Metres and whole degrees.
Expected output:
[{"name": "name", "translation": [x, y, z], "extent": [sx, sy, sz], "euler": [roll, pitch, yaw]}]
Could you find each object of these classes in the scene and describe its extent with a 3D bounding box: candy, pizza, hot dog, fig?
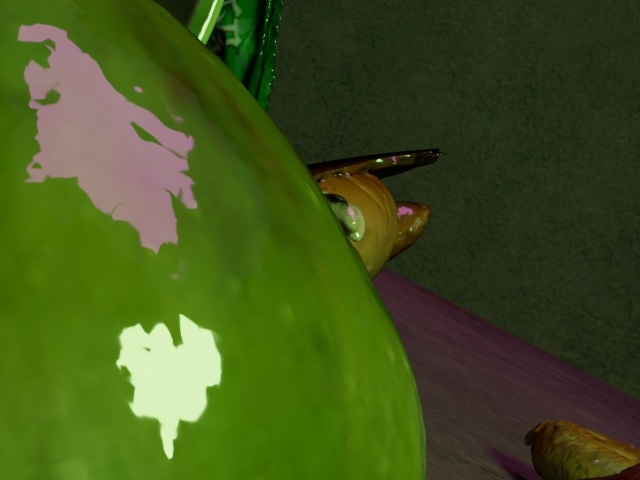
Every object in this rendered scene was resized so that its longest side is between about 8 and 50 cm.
[{"name": "candy", "translation": [-0.070, -0.107, 1.351], "extent": [0.078, 0.141, 0.203], "euler": [-2, 1, -24]}, {"name": "pizza", "translation": [0.258, 0.194, 1.324], "extent": [0.197, 0.058, 0.292], "euler": [17, 5, -43]}, {"name": "hot dog", "translation": [-0.006, 0.001, 1.435], "extent": [0.194, 0.107, 0.326], "euler": [-4, 6, 44]}, {"name": "fig", "translation": [-0.067, 0.026, 0.447], "extent": [0.181, 0.191, 0.181], "euler": [-7, -2, 0]}]

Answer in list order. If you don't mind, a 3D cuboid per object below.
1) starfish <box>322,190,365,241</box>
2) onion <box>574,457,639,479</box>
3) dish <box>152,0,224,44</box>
[{"name": "starfish", "translation": [-0.176, -0.048, 1.179], "extent": [0.324, 0.082, 0.432], "euler": [2, 16, -34]}, {"name": "onion", "translation": [0.180, 0.139, 0.982], "extent": [0.150, 0.140, 0.150], "euler": [20, -12, 4]}, {"name": "dish", "translation": [-0.205, -0.152, 0.963], "extent": [0.324, 0.324, 0.124], "euler": [28, -12, -1]}]
